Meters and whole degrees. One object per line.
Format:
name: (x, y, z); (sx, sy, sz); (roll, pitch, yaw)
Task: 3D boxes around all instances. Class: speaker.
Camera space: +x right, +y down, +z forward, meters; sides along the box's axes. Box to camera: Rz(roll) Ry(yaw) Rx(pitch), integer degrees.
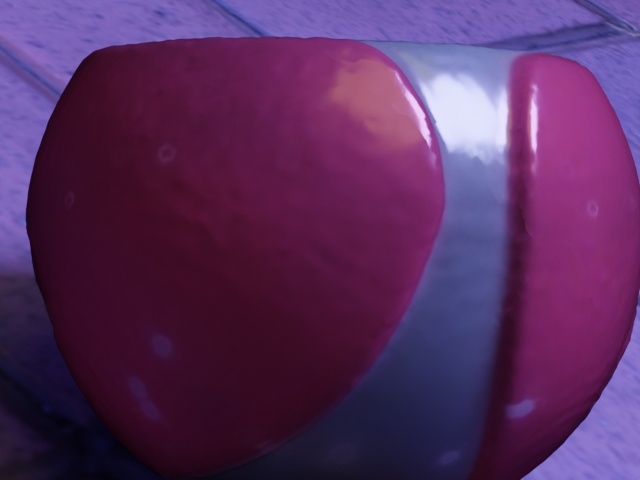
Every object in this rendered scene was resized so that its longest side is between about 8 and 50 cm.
speaker: (0.000, 0.000, 0.951); (0.294, 0.294, 0.294); (19, 26, -10)
